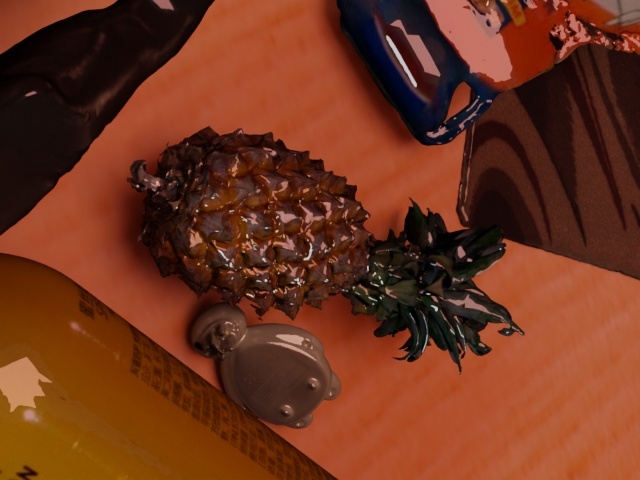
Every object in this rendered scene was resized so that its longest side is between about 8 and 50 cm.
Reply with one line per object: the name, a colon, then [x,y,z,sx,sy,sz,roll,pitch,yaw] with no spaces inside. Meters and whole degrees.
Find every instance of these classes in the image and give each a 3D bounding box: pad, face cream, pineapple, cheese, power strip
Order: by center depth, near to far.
face cream: [-0.074,0.106,0.553,0.349,0.105,0.105,42,63,-30]
power strip: [-0.027,0.064,0.630,0.083,0.035,0.055,40,102,-21]
pineapple: [0.000,0.001,0.632,0.221,0.103,0.083,20,98,-33]
cheese: [0.155,-0.184,0.736,0.329,0.129,0.217,-37,105,-15]
pad: [0.184,-0.147,0.840,0.220,0.004,0.330,14,79,-37]

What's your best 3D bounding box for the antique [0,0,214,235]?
antique: [-0.199,-0.131,0.414,0.322,0.185,0.255,42,55,-15]
